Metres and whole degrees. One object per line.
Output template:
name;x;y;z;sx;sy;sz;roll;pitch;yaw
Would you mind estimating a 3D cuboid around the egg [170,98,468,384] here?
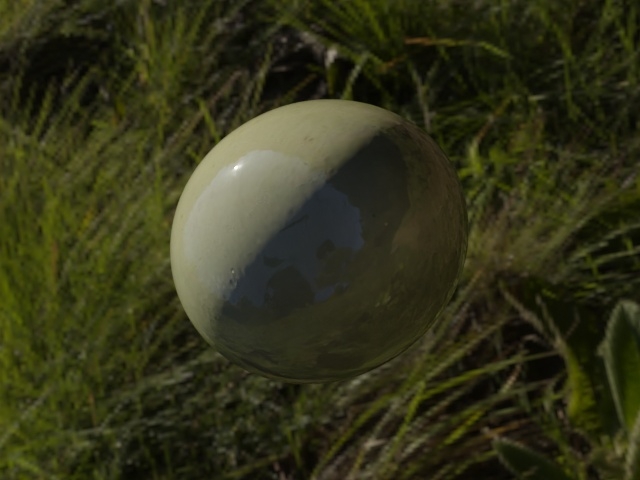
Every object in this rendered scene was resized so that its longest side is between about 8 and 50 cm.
egg;0.000;0.000;0.801;0.254;0.189;0.188;150;110;-64
